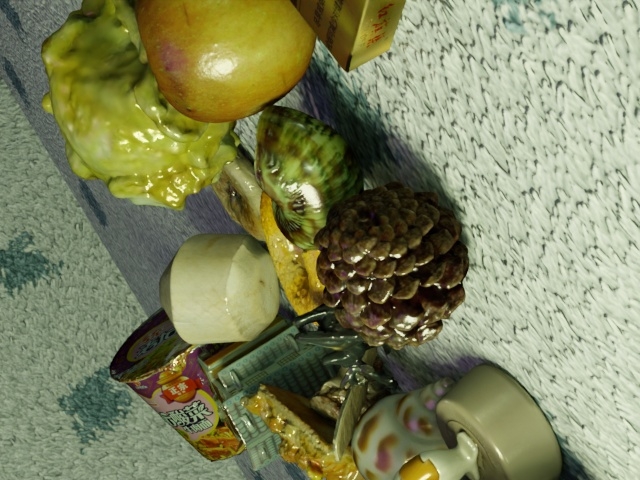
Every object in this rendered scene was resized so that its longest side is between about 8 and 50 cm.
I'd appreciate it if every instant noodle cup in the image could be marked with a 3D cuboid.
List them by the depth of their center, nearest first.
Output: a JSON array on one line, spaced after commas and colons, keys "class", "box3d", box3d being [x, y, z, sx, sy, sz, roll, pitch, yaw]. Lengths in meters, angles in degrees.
[{"class": "instant noodle cup", "box3d": [-0.217, 0.270, 2.259, 0.266, 0.340, 0.340, 57, 163, -18]}]

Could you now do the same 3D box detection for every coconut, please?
[{"class": "coconut", "box3d": [-0.191, 0.087, 2.010, 0.222, 0.202, 0.202, -3, 127, 21]}]

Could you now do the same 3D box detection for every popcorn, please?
[{"class": "popcorn", "box3d": [-0.246, -0.216, 1.604, 0.312, 0.312, 0.312, 50, 160, 26]}]

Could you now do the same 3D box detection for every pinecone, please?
[{"class": "pinecone", "box3d": [0.085, 0.038, 1.293, 0.184, 0.179, 0.204, -77, -28, -48]}]

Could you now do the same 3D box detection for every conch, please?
[{"class": "conch", "box3d": [-0.008, -0.080, 1.398, 0.181, 0.124, 0.187, -59, -37, -82]}, {"class": "conch", "box3d": [0.136, 0.290, 1.599, 0.275, 0.183, 0.148, 128, 141, -61]}]

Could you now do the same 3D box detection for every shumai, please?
[{"class": "shumai", "box3d": [0.050, 0.229, 1.793, 0.145, 0.146, 0.116, 20, 118, 63]}]

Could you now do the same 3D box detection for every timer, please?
[{"class": "timer", "box3d": [0.145, 0.293, 1.389, 0.175, 0.266, 0.175, 50, 159, 27]}]

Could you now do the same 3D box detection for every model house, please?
[{"class": "model house", "box3d": [-0.087, 0.274, 2.037, 0.215, 0.224, 0.198, 29, 144, 59]}]

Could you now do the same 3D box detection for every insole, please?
[{"class": "insole", "box3d": [0.055, 0.228, 1.652, 0.011, 0.247, 0.081, 5, 130, 16]}]

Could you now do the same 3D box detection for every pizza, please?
[{"class": "pizza", "box3d": [0.030, 0.335, 1.858, 0.268, 0.087, 0.258, 19, -171, -35]}]

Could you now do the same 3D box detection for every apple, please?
[{"class": "apple", "box3d": [-0.111, -0.253, 1.369, 0.237, 0.208, 0.236, 161, 90, -86]}]

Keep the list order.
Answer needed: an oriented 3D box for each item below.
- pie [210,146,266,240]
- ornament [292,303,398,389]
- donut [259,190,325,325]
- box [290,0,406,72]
[{"class": "pie", "box3d": [-0.130, -0.079, 1.883, 0.185, 0.052, 0.218, 50, 163, 11]}, {"class": "ornament", "box3d": [0.090, 0.138, 1.535, 0.236, 0.202, 0.080, 56, -156, -58]}, {"class": "donut", "box3d": [0.000, 0.003, 1.587, 0.253, 0.118, 0.253, 165, 90, -72]}, {"class": "box", "box3d": [-0.005, -0.313, 1.166, 0.240, 0.071, 0.159, 54, 163, 13]}]
